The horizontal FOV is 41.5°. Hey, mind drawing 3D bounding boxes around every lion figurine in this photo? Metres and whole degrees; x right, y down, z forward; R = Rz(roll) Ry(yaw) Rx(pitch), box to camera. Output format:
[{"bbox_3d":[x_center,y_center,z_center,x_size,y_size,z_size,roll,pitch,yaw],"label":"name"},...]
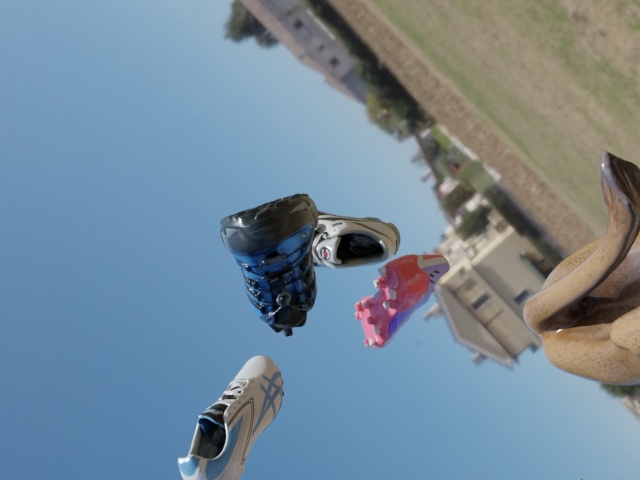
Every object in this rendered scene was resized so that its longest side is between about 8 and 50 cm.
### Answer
[{"bbox_3d":[0.248,0.054,0.501,0.392,0.142,0.240,22,159,-18],"label":"lion figurine"}]

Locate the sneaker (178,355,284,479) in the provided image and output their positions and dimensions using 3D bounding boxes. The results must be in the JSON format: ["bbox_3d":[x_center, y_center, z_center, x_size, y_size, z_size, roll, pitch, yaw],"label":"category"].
[{"bbox_3d":[-0.116,0.234,1.133,0.086,0.085,0.237,61,-148,-27],"label":"sneaker"}]

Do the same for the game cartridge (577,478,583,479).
[{"bbox_3d":[0.539,0.558,1.437,0.323,0.052,0.285,47,-173,19],"label":"game cartridge"}]

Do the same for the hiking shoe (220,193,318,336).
[{"bbox_3d":[-0.041,0.033,0.995,0.304,0.113,0.132,85,165,-79],"label":"hiking shoe"}]

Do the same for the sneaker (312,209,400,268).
[{"bbox_3d":[0.000,0.000,1.789,0.146,0.331,0.122,-56,-35,-75],"label":"sneaker"}]

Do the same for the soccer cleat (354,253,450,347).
[{"bbox_3d":[0.114,0.090,1.217,0.248,0.095,0.083,105,148,-62],"label":"soccer cleat"}]
